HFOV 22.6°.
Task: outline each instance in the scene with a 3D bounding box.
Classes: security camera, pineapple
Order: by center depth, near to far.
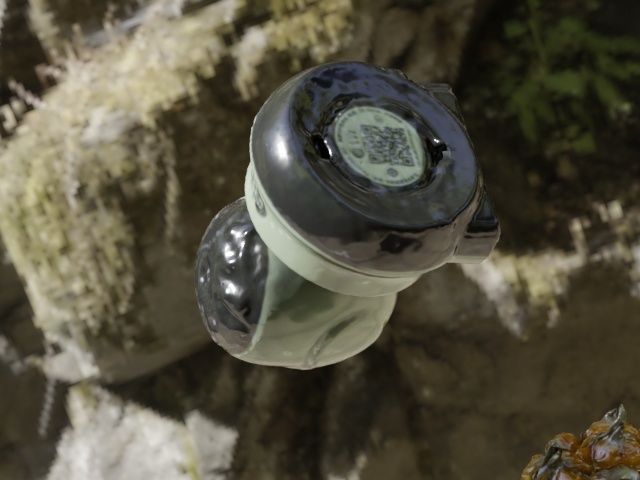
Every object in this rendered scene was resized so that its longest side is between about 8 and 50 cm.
[{"bbox_3d":[0.274,0.188,1.085,0.140,0.250,0.164,-52,3,-32],"label":"pineapple"},{"bbox_3d":[0.000,0.000,1.353,0.191,0.197,0.277,0,-34,-25],"label":"security camera"}]
